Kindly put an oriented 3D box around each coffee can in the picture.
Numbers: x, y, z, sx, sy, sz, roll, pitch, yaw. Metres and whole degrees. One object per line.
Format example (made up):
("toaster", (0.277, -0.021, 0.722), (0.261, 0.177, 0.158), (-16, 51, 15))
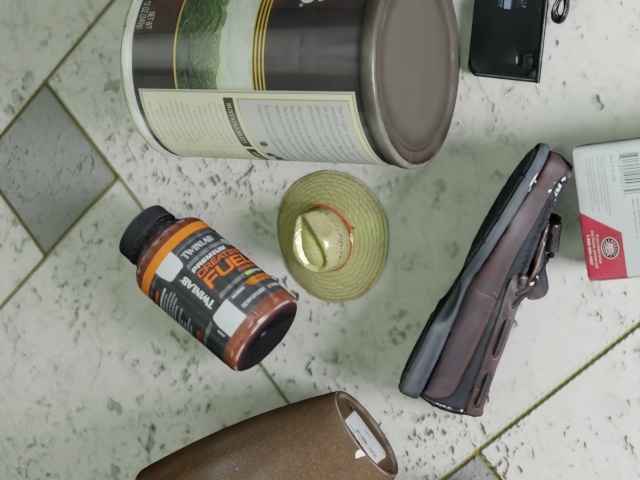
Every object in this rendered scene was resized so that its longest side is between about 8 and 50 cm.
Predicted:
("coffee can", (-0.027, -0.175, 1.323), (0.275, 0.201, 0.201), (4, 100, 27))

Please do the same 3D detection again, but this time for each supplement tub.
("supplement tub", (-0.128, 0.046, 1.466), (0.198, 0.106, 0.106), (38, 113, 17))

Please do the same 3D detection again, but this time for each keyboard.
("keyboard", (0.201, -0.244, 1.296), (0.108, 0.023, 0.180), (12, 104, 32))

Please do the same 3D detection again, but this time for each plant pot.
("plant pot", (-0.040, 0.267, 1.414), (0.230, 0.215, 0.215), (-37, 80, 13))

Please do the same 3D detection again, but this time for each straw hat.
("straw hat", (0.000, 0.000, 1.416), (0.145, 0.061, 0.144), (5, 100, 28))

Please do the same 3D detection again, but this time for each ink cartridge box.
("ink cartridge box", (0.330, -0.035, 1.229), (0.175, 0.072, 0.127), (-6, 95, 28))

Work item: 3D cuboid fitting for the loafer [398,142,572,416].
("loafer", (0.179, 0.046, 1.319), (0.095, 0.109, 0.302), (28, 117, 1))
